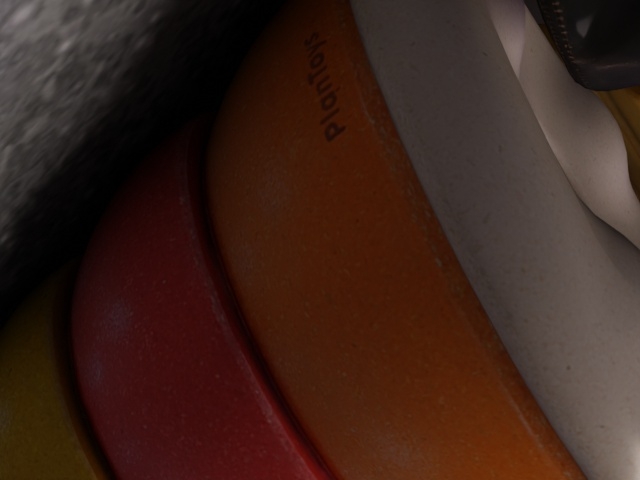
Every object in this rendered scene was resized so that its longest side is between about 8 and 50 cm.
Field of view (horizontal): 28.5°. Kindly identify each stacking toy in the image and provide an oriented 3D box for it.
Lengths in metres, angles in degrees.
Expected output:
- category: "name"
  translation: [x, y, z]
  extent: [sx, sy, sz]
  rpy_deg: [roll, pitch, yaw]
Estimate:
- category: "stacking toy"
  translation: [-0.056, 0.082, 0.649]
  extent: [0.480, 0.351, 0.350]
  rpy_deg: [-28, 180, 18]

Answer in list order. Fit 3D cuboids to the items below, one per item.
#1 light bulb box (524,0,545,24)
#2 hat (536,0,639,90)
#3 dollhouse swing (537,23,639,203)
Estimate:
- category: "light bulb box"
  translation: [0.353, -0.194, 0.957]
  extent: [0.361, 0.358, 0.225]
  rpy_deg: [-44, 177, -23]
- category: "hat"
  translation: [0.133, -0.154, 0.495]
  extent: [0.134, 0.331, 0.331]
  rpy_deg: [-8, 179, 7]
- category: "dollhouse swing"
  translation: [0.152, 0.060, 0.902]
  extent: [0.315, 0.305, 0.347]
  rpy_deg: [-56, -156, -5]
